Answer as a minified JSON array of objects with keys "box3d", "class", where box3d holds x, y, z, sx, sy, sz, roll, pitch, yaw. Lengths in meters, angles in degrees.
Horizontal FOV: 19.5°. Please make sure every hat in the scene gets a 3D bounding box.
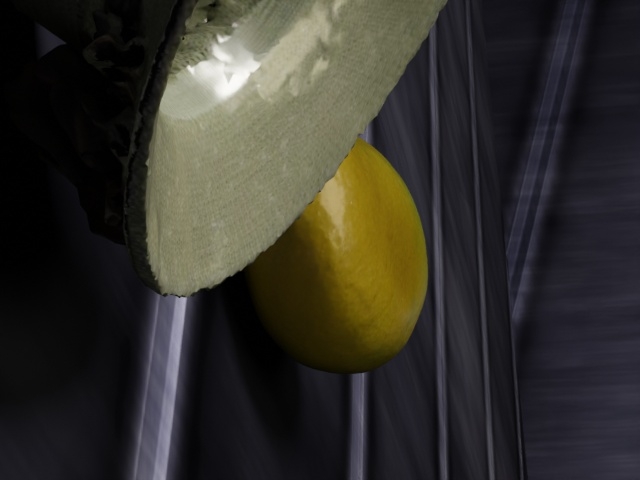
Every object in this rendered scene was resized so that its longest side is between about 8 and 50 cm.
[{"box3d":[-0.036,-0.120,0.577,0.257,0.130,0.257,-56,166,-21],"class":"hat"}]

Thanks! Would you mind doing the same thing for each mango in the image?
[{"box3d":[0.000,0.004,0.943,0.191,0.086,0.122,36,56,-64],"class":"mango"}]
